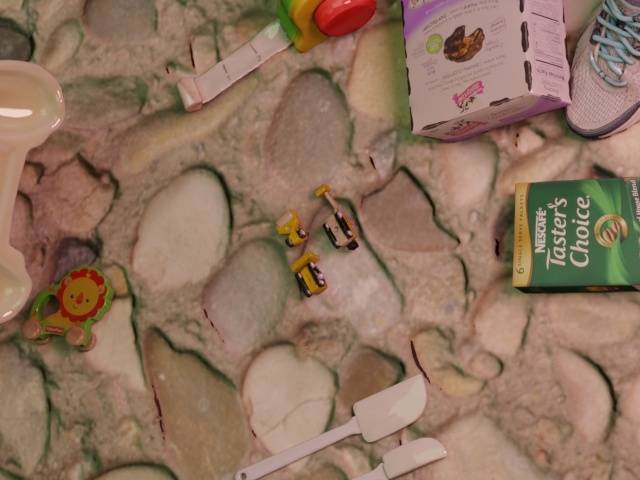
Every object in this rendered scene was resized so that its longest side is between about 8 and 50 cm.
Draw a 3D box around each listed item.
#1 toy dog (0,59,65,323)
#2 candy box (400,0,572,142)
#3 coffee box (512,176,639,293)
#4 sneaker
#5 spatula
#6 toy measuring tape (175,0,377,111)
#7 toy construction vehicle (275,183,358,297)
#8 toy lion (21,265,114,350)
[{"bbox_3d":[-0.524,-0.070,2.011,0.408,0.395,0.284,12,100,60],"label":"toy dog"},{"bbox_3d":[0.167,-0.216,1.825,0.165,0.070,0.196,-16,72,44],"label":"candy box"},{"bbox_3d":[0.283,-0.005,1.770,0.184,0.040,0.113,0,80,26],"label":"coffee box"},{"bbox_3d":[0.306,-0.226,1.736,0.110,0.122,0.283,38,114,24],"label":"sneaker"},{"bbox_3d":[0.029,0.262,1.856,0.242,0.019,0.168,-27,70,19],"label":"spatula"},{"bbox_3d":[-0.043,-0.250,1.937,0.330,0.121,0.121,-31,68,18],"label":"toy measuring tape"},{"bbox_3d":[0.000,0.000,1.917,0.086,0.035,0.098,-43,62,25],"label":"toy construction vehicle"},{"bbox_3d":[-0.286,0.075,2.043,0.100,0.034,0.096,6,76,27],"label":"toy lion"}]
